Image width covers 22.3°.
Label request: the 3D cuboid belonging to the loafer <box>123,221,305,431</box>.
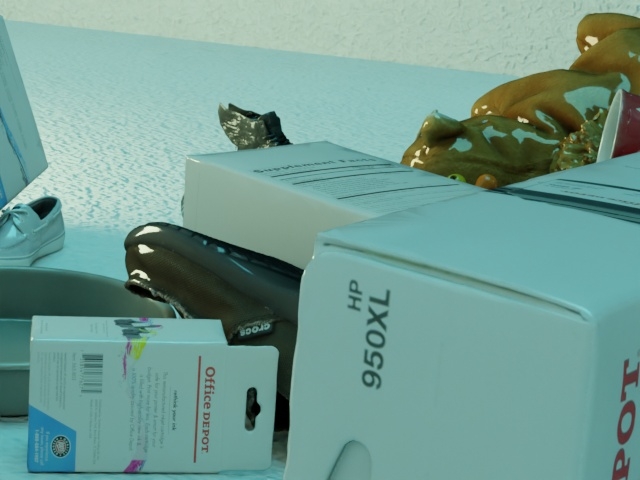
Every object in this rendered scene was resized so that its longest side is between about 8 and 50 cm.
[{"bbox_3d":[-0.046,0.084,1.289,0.134,0.130,0.366,19,3,-44],"label":"loafer"}]

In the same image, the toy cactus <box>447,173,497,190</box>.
[{"bbox_3d":[0.159,0.038,1.553,0.180,0.219,0.112,43,47,9],"label":"toy cactus"}]

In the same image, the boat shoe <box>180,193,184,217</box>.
[{"bbox_3d":[-0.050,-0.024,1.883,0.219,0.078,0.070,-4,56,-10],"label":"boat shoe"}]

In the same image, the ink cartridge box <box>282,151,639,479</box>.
[{"bbox_3d":[0.161,0.117,0.918,0.166,0.285,0.395,15,18,36],"label":"ink cartridge box"}]

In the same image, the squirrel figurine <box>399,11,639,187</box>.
[{"bbox_3d":[0.286,-0.088,1.833,0.370,0.281,0.397,-11,17,-28],"label":"squirrel figurine"}]

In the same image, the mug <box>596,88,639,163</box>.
[{"bbox_3d":[0.368,-0.068,1.626,0.169,0.113,0.150,12,43,1],"label":"mug"}]

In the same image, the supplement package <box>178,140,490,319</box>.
[{"bbox_3d":[0.024,0.027,1.465,0.175,0.177,0.293,-8,18,-38],"label":"supplement package"}]

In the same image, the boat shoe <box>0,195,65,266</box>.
[{"bbox_3d":[-0.323,-0.009,1.749,0.066,0.063,0.184,9,15,19],"label":"boat shoe"}]

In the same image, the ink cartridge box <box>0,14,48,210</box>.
[{"bbox_3d":[-0.446,-0.122,1.795,0.198,0.197,0.270,-15,12,7],"label":"ink cartridge box"}]

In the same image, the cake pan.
[{"bbox_3d":[-0.272,0.084,1.410,0.293,0.054,0.293,3,14,-1],"label":"cake pan"}]

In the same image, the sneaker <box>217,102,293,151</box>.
[{"bbox_3d":[-0.070,-0.140,2.288,0.170,0.089,0.051,12,16,32],"label":"sneaker"}]

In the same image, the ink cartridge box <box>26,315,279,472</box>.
[{"bbox_3d":[-0.127,0.115,1.220,0.181,0.104,0.061,2,15,-9],"label":"ink cartridge box"}]
